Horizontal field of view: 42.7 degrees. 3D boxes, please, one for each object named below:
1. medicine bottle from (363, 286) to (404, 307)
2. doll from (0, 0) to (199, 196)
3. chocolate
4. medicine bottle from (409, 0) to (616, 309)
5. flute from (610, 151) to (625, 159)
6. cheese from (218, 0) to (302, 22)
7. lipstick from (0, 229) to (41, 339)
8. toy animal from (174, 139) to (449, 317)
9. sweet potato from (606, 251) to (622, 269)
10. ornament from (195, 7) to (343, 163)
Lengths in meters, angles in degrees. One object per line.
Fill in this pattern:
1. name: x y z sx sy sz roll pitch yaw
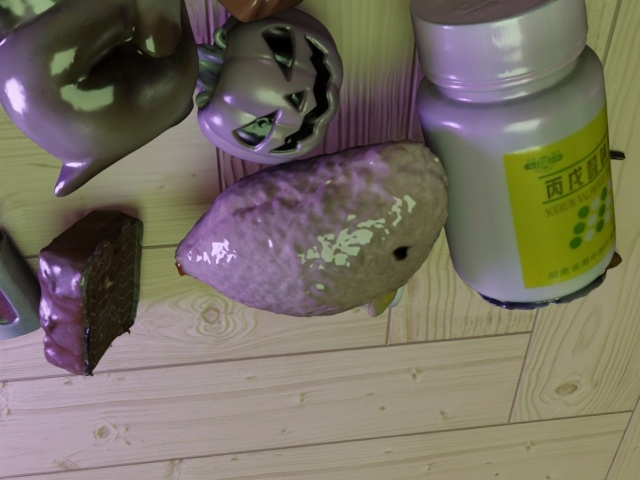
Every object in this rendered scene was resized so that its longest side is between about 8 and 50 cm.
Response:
1. medicine bottle: -0.014 0.045 1.159 0.260 0.095 0.095 5 129 -13
2. doll: -0.249 -0.245 0.767 0.226 0.215 0.370 -11 117 47
3. chocolate: -0.310 0.063 1.088 0.093 0.148 0.214 17 126 9
4. medicine bottle: 0.231 -0.123 0.974 0.214 0.213 0.378 -17 125 4
5. flute: 0.297 -0.126 1.122 0.270 0.014 0.014 3 129 -13
6. cheese: -0.069 -0.336 0.823 0.177 0.203 0.128 42 121 -1
7. lipstick: -0.446 0.017 1.067 0.079 0.077 0.252 -15 129 2
8. toy animal: -0.006 0.001 0.997 0.359 0.188 0.226 -11 152 20
9. sweet potato: 0.390 0.013 1.234 0.182 0.053 0.053 10 88 -21
10. ornament: -0.066 -0.175 0.912 0.178 0.177 0.177 -5 130 -6
